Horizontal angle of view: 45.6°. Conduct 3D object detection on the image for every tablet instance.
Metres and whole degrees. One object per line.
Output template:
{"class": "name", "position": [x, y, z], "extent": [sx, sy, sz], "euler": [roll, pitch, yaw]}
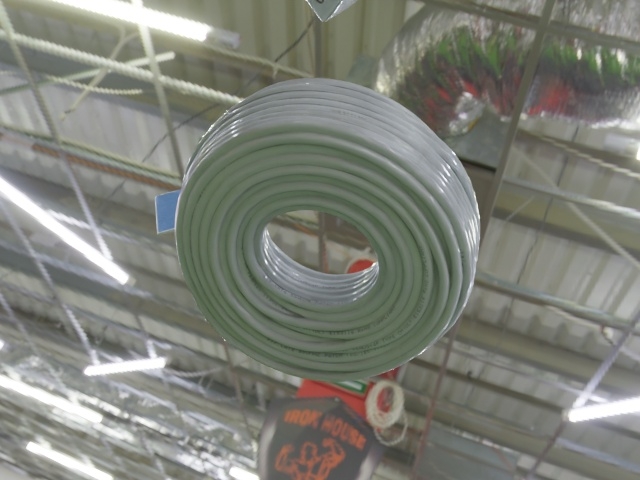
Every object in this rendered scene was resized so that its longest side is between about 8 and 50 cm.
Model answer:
{"class": "tablet", "position": [-0.185, -0.039, 0.980], "extent": [0.054, 0.083, 0.006], "euler": [-15, -49, -3]}

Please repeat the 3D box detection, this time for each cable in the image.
{"class": "cable", "position": [0.000, 0.000, 0.633], "extent": [0.257, 0.089, 0.257], "euler": [-29, -68, 30]}

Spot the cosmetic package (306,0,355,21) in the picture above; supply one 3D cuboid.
{"class": "cosmetic package", "position": [-0.016, -0.443, 0.747], "extent": [0.385, 0.217, 0.156], "euler": [51, -27, -6]}
